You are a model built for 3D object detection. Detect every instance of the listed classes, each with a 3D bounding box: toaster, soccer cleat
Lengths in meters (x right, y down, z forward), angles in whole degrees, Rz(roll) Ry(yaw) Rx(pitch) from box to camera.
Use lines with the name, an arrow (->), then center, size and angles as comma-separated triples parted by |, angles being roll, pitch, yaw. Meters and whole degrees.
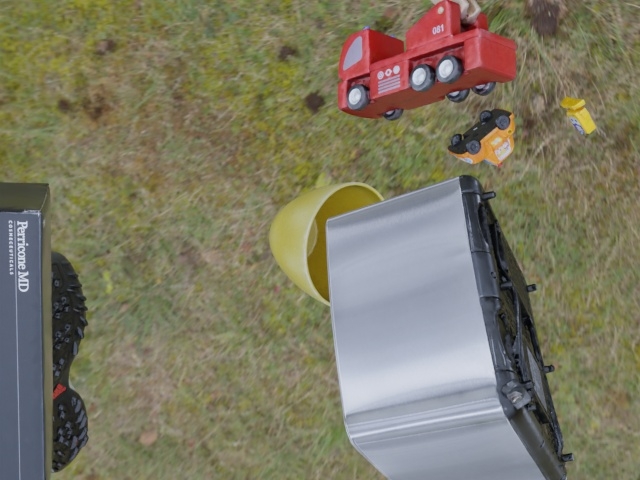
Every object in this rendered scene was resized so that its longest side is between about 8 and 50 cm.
toaster -> 0.083, 0.066, 0.655 | 0.110, 0.185, 0.168 | -16, 57, 15
soccer cleat -> -0.354, 0.143, 1.247 | 0.116, 0.108, 0.318 | 21, 127, 22

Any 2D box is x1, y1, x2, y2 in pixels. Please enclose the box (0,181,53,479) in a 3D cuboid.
box -> -0.315, 0.087, 0.841 | 0.184, 0.103, 0.261 | 2, 106, -8

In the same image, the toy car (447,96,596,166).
toy car -> 0.157, -0.076, 0.806 | 0.060, 0.122, 0.040 | -47, 116, -21

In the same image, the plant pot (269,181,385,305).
plant pot -> 0.000, 0.000, 1.107 | 0.095, 0.134, 0.134 | 10, 110, 45

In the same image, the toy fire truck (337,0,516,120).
toy fire truck -> 0.089, -0.169, 0.733 | 0.192, 0.047, 0.135 | -10, 76, 46
